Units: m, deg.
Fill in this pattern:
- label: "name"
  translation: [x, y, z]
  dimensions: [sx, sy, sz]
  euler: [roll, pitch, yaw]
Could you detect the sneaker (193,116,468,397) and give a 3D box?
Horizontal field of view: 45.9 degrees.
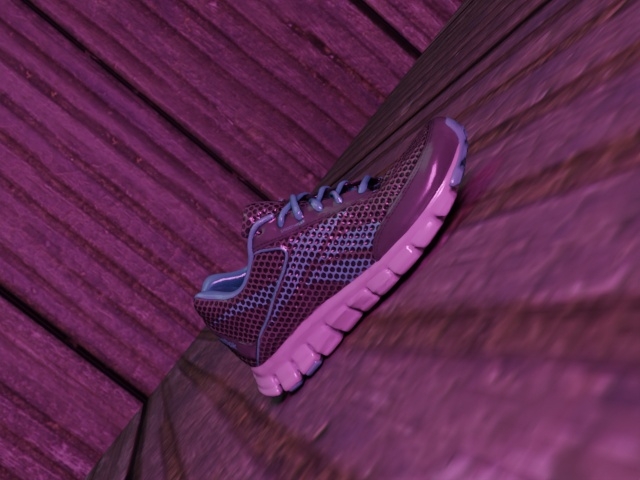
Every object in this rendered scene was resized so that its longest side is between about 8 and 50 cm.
- label: "sneaker"
  translation: [0.000, 0.000, 0.360]
  dimensions: [0.166, 0.076, 0.065]
  euler: [-49, 6, 17]
